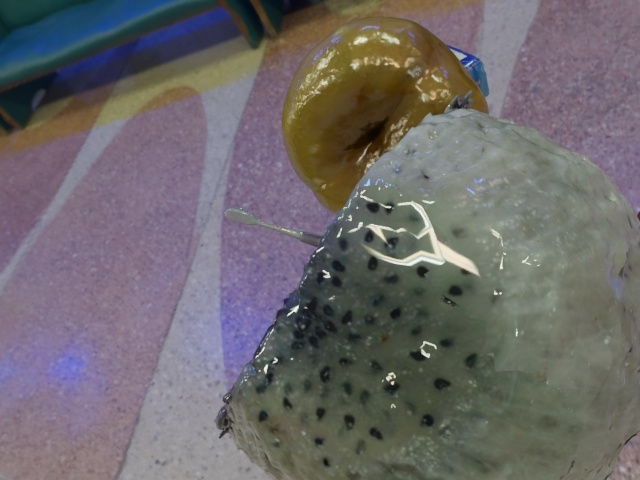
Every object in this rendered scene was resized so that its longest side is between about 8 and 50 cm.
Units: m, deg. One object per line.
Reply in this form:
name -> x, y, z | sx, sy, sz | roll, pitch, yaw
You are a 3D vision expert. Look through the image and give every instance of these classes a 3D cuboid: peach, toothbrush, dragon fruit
peach -> 0.072, -0.134, 0.809 | 0.251, 0.251, 0.153 | -18, 18, 18
toothbrush -> 0.000, 0.000, 1.212 | 0.354, 0.024, 0.029 | 17, 21, 0
dragon fruit -> 0.091, 0.076, 0.410 | 0.204, 0.221, 0.283 | 34, 105, 15

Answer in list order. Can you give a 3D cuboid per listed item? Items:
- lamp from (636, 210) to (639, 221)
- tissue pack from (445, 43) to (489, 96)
lamp -> 0.835, -0.012, 1.542 | 0.227, 0.227, 0.226 | -17, 46, 19
tissue pack -> 0.232, -0.342, 1.604 | 0.270, 0.137, 0.209 | -36, 44, -12
